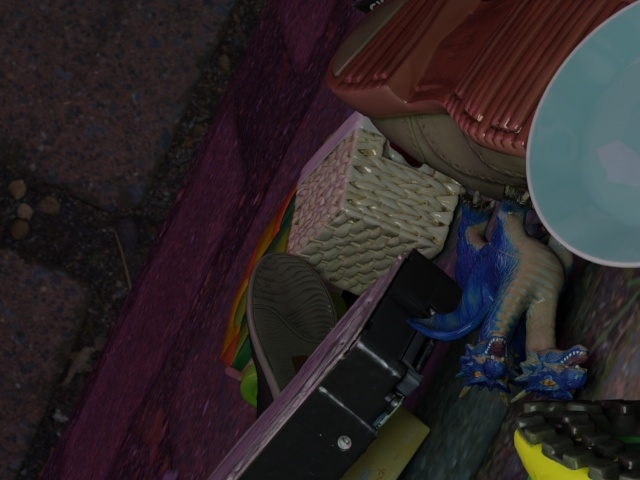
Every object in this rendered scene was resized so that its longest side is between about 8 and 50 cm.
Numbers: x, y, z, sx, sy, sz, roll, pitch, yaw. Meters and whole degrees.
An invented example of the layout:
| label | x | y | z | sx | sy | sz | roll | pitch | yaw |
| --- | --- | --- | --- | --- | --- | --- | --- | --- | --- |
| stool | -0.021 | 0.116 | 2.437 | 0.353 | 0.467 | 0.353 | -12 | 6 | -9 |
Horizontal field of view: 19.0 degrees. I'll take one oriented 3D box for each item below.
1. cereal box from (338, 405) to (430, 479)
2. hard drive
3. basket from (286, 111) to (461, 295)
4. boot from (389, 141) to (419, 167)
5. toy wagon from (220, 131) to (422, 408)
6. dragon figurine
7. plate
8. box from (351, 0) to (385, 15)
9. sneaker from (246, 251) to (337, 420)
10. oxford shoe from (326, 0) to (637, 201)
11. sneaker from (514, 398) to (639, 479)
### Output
| label | x | y | z | sx | sy | sz | roll | pitch | yaw |
| --- | --- | --- | --- | --- | --- | --- | --- | --- | --- |
| cereal box | -0.018 | 0.241 | 1.495 | 0.173 | 0.047 | 0.240 | -51 | 0 | -40 |
| hard drive | -0.033 | 0.171 | 1.429 | 0.339 | 0.064 | 0.237 | -50 | 1 | 20 |
| basket | 0.046 | -0.028 | 1.686 | 0.167 | 0.113 | 0.103 | 135 | 154 | -61 |
| boot | 0.124 | -0.186 | 1.746 | 0.176 | 0.088 | 0.244 | -37 | 30 | 51 |
| toy wagon | 0.000 | 0.000 | 1.930 | 0.344 | 0.068 | 0.267 | -56 | 16 | 40 |
| dragon figurine | 0.116 | 0.044 | 1.312 | 0.144 | 0.085 | 0.289 | -67 | 13 | -6 |
| plate | 0.207 | -0.066 | 1.122 | 0.188 | 0.024 | 0.188 | -21 | 52 | 29 |
| box | 0.170 | -0.358 | 1.700 | 0.293 | 0.073 | 0.296 | -27 | 36 | 45 |
| sneaker | -0.034 | 0.128 | 1.668 | 0.118 | 0.083 | 0.222 | 124 | 140 | -53 |
| oxford shoe | 0.159 | -0.094 | 1.338 | 0.140 | 0.146 | 0.397 | -50 | 28 | -8 |
| sneaker | 0.180 | 0.173 | 0.784 | 0.343 | 0.134 | 0.146 | -138 | 47 | -73 |
